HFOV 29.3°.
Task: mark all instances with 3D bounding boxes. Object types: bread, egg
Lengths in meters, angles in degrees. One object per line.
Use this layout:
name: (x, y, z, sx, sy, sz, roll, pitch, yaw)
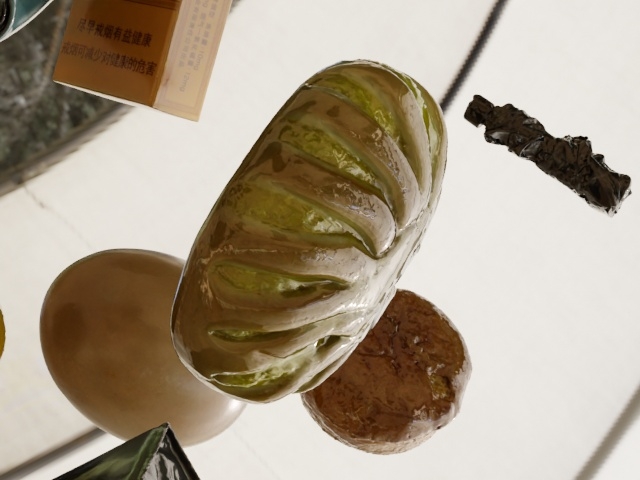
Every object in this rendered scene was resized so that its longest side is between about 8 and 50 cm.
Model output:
bread: (0.107, 0.227, 2.100, 0.312, 0.172, 0.312, 5, -128, -7)
bread: (0.000, 0.000, 1.094, 0.160, 0.333, 0.333, 30, -136, 11)
egg: (-0.269, 0.168, 1.945, 0.301, 0.374, 0.301, -29, -141, 26)

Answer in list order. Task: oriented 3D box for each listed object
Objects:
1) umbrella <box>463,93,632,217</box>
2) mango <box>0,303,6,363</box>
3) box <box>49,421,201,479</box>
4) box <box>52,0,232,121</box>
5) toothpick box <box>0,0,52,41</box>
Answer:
umbrella: (0.277, -0.112, 1.483, 0.071, 0.224, 0.080, -57, 168, 0)
mango: (-0.653, 0.119, 1.683, 0.300, 0.446, 0.232, -49, -134, 28)
box: (-0.190, 0.359, 1.071, 0.204, 0.251, 0.345, -26, -168, 10)
box: (-0.171, -0.277, 1.286, 0.174, 0.274, 0.076, 18, -176, 39)
toothpick box: (-0.319, -0.265, 1.200, 0.120, 0.120, 0.184, -12, -152, 15)
